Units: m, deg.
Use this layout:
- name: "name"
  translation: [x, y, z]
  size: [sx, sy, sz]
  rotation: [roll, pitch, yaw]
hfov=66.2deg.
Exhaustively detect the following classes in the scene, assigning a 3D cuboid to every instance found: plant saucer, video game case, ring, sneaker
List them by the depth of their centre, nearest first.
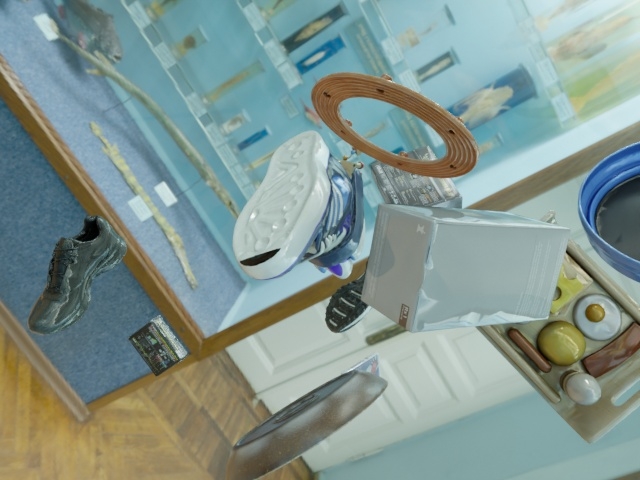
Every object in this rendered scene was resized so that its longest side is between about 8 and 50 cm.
- name: "sneaker"
  translation: [0.000, 0.000, 0.750]
  size: [0.236, 0.130, 0.322]
  rotation: [58, 26, -32]
- name: "plant saucer"
  translation: [-0.030, 0.300, 0.827]
  size: [0.050, 0.311, 0.311]
  rotation: [60, 15, 9]
- name: "ring"
  translation: [0.138, -0.214, 0.927]
  size: [0.337, 0.032, 0.336]
  rotation: [26, -8, 4]
- name: "sneaker"
  translation: [-0.536, 0.064, 1.049]
  size: [0.130, 0.109, 0.286]
  rotation: [82, 20, -49]
- name: "sneaker"
  translation: [0.122, 0.133, 1.230]
  size: [0.100, 0.271, 0.108]
  rotation: [31, -23, 38]
- name: "video game case"
  translation: [0.157, 0.541, 1.832]
  size: [0.184, 0.023, 0.201]
  rotation: [-21, 113, -37]

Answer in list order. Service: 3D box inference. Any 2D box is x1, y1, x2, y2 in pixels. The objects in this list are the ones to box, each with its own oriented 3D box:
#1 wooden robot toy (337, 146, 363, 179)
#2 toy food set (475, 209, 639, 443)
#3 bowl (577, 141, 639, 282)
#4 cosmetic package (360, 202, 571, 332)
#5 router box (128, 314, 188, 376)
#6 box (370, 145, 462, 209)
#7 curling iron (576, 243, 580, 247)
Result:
- name: "wooden robot toy"
  translation: [0.066, -0.193, 1.364]
  size: [0.076, 0.079, 0.173]
  rotation: [-6, 112, -57]
- name: "toy food set"
  translation: [0.393, 0.132, 0.780]
  size: [0.306, 0.220, 0.092]
  rotation: [47, 5, 7]
- name: "bowl"
  translation: [0.713, -0.057, 0.942]
  size: [0.391, 0.392, 0.077]
  rotation: [-100, 168, -47]
- name: "cosmetic package"
  translation: [0.176, 0.029, 0.587]
  size: [0.238, 0.127, 0.107]
  rotation: [4, 13, -30]
- name: "router box"
  translation: [-0.393, 0.256, 1.189]
  size: [0.122, 0.092, 0.038]
  rotation: [55, 23, -3]
- name: "box"
  translation: [0.262, -0.152, 1.375]
  size: [0.056, 0.183, 0.231]
  rotation: [75, -4, -50]
- name: "curling iron"
  translation: [0.647, 0.087, 1.477]
  size: [0.068, 0.274, 0.035]
  rotation: [51, 18, -11]
